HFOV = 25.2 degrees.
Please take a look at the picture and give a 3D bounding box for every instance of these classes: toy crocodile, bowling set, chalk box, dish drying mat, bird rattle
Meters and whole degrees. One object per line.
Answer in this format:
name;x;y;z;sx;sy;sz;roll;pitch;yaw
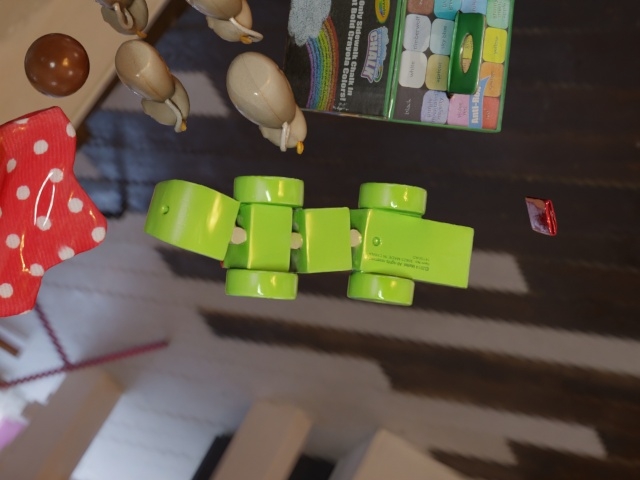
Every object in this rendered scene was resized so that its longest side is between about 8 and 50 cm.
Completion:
toy crocodile;0.000;0.000;1.356;0.341;0.115;0.105;4;179;-29
bowling set;-0.149;-0.183;1.225;0.200;0.287;0.154;-21;166;5
chalk box;0.110;-0.226;1.702;0.179;0.180;0.289;3;-172;-37
dish drying mat;0.192;-0.022;1.243;0.083;0.008;0.032;-124;20;-85
bird rattle;-0.206;-0.012;0.673;0.143;0.253;0.207;34;140;26
